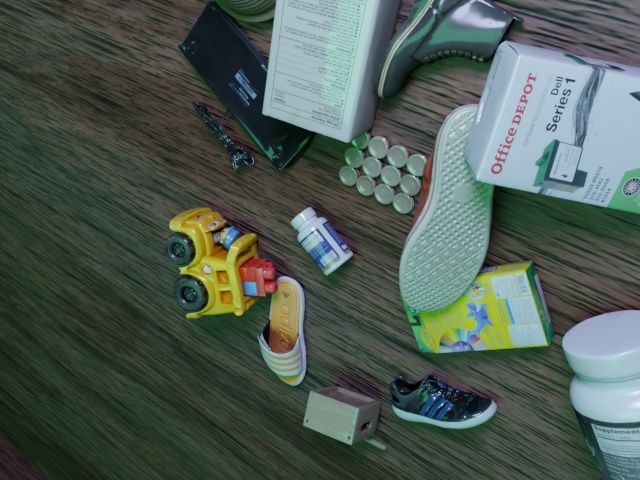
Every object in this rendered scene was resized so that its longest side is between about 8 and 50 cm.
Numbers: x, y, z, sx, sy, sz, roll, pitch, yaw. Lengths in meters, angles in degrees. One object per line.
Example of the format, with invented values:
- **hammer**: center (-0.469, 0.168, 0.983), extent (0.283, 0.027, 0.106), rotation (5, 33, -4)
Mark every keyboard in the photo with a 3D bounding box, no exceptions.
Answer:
- **keyboard**: center (-0.154, -0.262, 1.021), extent (0.201, 0.033, 0.317), rotation (-42, 83, 32)

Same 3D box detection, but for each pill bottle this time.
- **pill bottle**: center (0.000, 0.000, 1.006), extent (0.120, 0.067, 0.067), rotation (52, 129, 4)
- **pill bottle**: center (0.446, 0.249, 0.751), extent (0.162, 0.162, 0.278), rotation (-18, 99, 38)

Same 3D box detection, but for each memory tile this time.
- **memory tile**: center (0.104, -0.117, 0.915), extent (0.148, 0.012, 0.113), rotation (29, 127, 20)

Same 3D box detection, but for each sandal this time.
- **sandal**: center (-0.089, 0.202, 1.151), extent (0.102, 0.076, 0.265), rotation (15, 118, 29)

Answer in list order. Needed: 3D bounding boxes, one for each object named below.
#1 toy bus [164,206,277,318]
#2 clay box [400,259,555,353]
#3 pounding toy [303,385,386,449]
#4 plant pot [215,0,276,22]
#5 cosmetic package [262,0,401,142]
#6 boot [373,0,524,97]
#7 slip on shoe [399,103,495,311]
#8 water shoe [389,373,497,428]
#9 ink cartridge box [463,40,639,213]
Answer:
- **toy bus**: center (-0.186, 0.044, 1.114), extent (0.212, 0.149, 0.220), rotation (-1, 107, 23)
- **clay box**: center (0.250, 0.114, 0.894), extent (0.222, 0.053, 0.127), rotation (-13, 100, 39)
- **pounding toy**: center (0.058, 0.362, 1.095), extent (0.130, 0.141, 0.100), rotation (11, 88, 31)
- **plant pot**: center (-0.127, -0.469, 0.861), extent (0.237, 0.110, 0.237), rotation (14, 118, 28)
- **cosmetic package**: center (0.023, -0.323, 0.810), extent (0.160, 0.113, 0.309), rotation (23, 123, 17)
- **boot**: center (0.172, -0.263, 0.772), extent (0.137, 0.077, 0.198), rotation (37, 128, 9)
- **slip on shoe**: center (0.194, -0.042, 0.824), extent (0.123, 0.101, 0.331), rotation (9, 112, 1)
- **water shoe**: center (0.212, 0.286, 0.984), extent (0.203, 0.073, 0.080), rotation (-10, 102, 37)
- **ink cartridge box**: center (0.308, -0.137, 0.665), extent (0.220, 0.092, 0.160), rotation (10, 120, 0)
